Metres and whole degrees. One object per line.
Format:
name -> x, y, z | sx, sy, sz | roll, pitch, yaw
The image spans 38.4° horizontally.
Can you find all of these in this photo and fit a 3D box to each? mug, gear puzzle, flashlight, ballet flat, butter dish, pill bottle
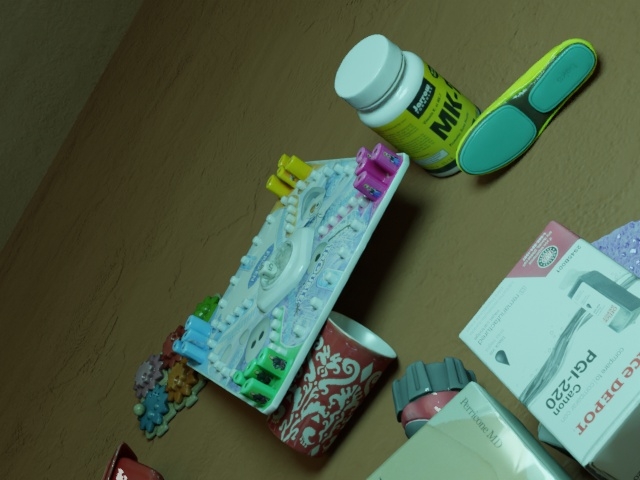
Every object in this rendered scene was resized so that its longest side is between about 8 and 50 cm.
mug -> 0.008, 0.190, 1.238 | 0.169, 0.113, 0.150 | -59, 12, 7
gear puzzle -> -0.215, 0.180, 1.567 | 0.339, 0.044, 0.175 | -46, 36, 17
flashlight -> 0.148, 0.277, 0.988 | 0.103, 0.103, 0.304 | 91, 174, -51
ballet flat -> 0.271, -0.178, 1.224 | 0.231, 0.077, 0.077 | -45, 15, 14
butter dish -> -0.279, 0.410, 1.413 | 0.160, 0.118, 0.160 | 94, -169, -65
pill bottle -> 0.126, -0.187, 1.280 | 0.119, 0.208, 0.119 | -32, 42, 34

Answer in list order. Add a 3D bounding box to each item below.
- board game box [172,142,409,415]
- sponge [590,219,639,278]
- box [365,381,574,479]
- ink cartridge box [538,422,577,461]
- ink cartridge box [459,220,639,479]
board game box -> -0.063, 0.036, 1.356 | 0.390, 0.050, 0.390 | -61, 21, -10
sponge -> 0.326, 0.046, 1.000 | 0.210, 0.031, 0.117 | -34, 40, 31
box -> 0.094, 0.299, 0.861 | 0.311, 0.121, 0.148 | -45, 44, 4
ink cartridge box -> 0.322, 0.159, 0.870 | 0.190, 0.082, 0.140 | 7, 69, 55
ink cartridge box -> 0.252, 0.102, 0.851 | 0.159, 0.092, 0.218 | -53, 35, 8
